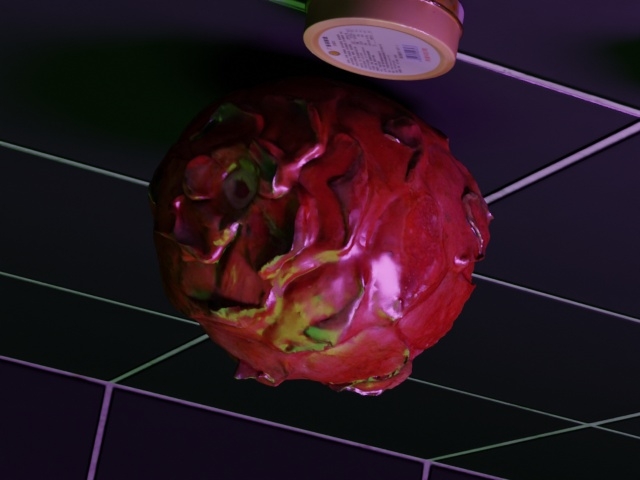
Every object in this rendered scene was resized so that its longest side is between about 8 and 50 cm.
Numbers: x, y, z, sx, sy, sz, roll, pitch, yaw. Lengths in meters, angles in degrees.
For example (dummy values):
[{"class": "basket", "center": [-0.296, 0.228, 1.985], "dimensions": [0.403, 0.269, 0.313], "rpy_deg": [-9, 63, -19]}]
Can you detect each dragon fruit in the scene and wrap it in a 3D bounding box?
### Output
[{"class": "dragon fruit", "center": [-0.003, -0.008, 1.431], "dimensions": [0.252, 0.241, 0.241], "rpy_deg": [0, 170, -27]}]

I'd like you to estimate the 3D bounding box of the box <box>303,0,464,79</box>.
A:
[{"class": "box", "center": [0.041, -0.139, 1.272], "dimensions": [0.105, 0.037, 0.105], "rpy_deg": [9, 164, 3]}]
